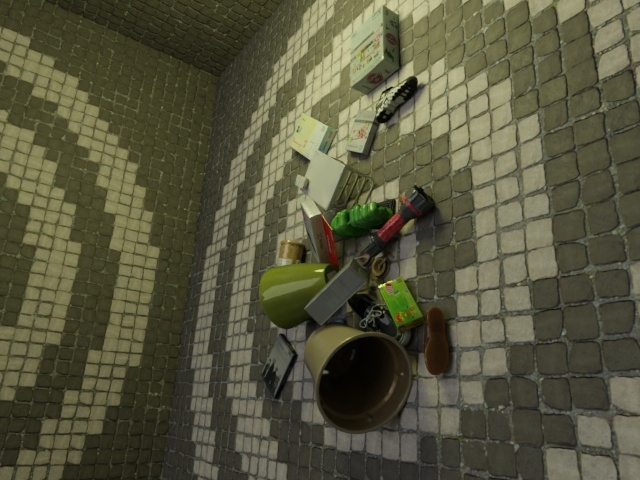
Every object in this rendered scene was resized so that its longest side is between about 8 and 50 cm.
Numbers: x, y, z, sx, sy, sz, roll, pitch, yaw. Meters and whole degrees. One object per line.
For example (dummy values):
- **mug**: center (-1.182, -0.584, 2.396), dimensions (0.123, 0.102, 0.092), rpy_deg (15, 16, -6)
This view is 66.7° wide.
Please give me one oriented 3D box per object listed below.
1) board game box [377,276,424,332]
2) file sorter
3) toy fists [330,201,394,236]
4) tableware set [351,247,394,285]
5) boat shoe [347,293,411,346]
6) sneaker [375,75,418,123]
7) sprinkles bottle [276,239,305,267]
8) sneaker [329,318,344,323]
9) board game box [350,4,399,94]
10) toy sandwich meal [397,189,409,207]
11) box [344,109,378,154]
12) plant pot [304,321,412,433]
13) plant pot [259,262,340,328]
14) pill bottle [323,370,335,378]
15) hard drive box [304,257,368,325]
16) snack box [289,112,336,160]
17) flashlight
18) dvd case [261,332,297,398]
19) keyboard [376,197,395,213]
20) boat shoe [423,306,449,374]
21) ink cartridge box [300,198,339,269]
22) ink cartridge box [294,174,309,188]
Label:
- **board game box**: center (0.271, 0.215, 1.645), dimensions (0.092, 0.043, 0.181), rpy_deg (-24, 46, 2)
- **file sorter**: center (0.069, -0.241, 2.068), dimensions (0.278, 0.173, 0.193), rpy_deg (43, 113, 55)
- **toy fists**: center (0.146, -0.078, 1.875), dimensions (0.279, 0.142, 0.096), rpy_deg (-19, 71, 53)
- **tableware set**: center (0.195, 0.078, 1.865), dimensions (0.194, 0.039, 0.128), rpy_deg (37, 108, 56)
- **boat shoe**: center (0.197, 0.270, 1.718), dimensions (0.113, 0.105, 0.306), rpy_deg (-65, 34, 15)
- **sneaker**: center (0.295, -0.588, 1.961), dimensions (0.234, 0.078, 0.106), rpy_deg (-45, 45, 40)
- **sprinkles bottle**: center (-0.158, 0.180, 2.282), dimensions (0.121, 0.121, 0.355), rpy_deg (-6, 71, 56)
- **sneaker**: center (0.048, 0.368, 1.964), dimensions (0.162, 0.063, 0.073), rpy_deg (-39, 29, 37)
- **board game box**: center (0.235, -0.836, 2.143), dimensions (0.224, 0.097, 0.303), rpy_deg (-27, 54, 50)
- **toy sandwich meal**: center (0.312, -0.152, 1.795), dimensions (0.085, 0.029, 0.085), rpy_deg (-29, 54, 48)
- **box**: center (0.185, -0.472, 2.117), dimensions (0.145, 0.038, 0.186), rpy_deg (29, 103, 57)
- **plant pot**: center (0.091, 0.425, 1.656), dimensions (0.305, 0.334, 0.334), rpy_deg (25, 98, 68)
- **plant pot**: center (-0.056, 0.201, 2.024), dimensions (0.293, 0.275, 0.275), rpy_deg (-23, 57, 34)
- **pill bottle**: center (0.028, 0.507, 1.871), dimensions (0.108, 0.108, 0.180), rpy_deg (-21, 60, 52)
- **hard drive box**: center (0.063, 0.184, 1.790), dimensions (0.232, 0.089, 0.181), rpy_deg (-45, -2, 11)
- **snack box**: center (-0.047, -0.520, 2.466), dimensions (0.322, 0.060, 0.187), rpy_deg (45, 114, 54)
- **flashlight**: center (0.264, -0.060, 1.733), dimensions (0.304, 0.103, 0.103), rpy_deg (-46, 28, 25)
- **dvd case**: center (-0.194, 0.578, 2.251), dimensions (0.179, 0.029, 0.238), rpy_deg (43, 112, 55)
- **keyboard**: center (0.224, -0.100, 1.914), dimensions (0.180, 0.023, 0.108), rpy_deg (-13, 66, 55)
- **boat shoe**: center (0.356, 0.313, 1.505), dimensions (0.073, 0.073, 0.207), rpy_deg (85, -168, -70)
- **ink cartridge box**: center (0.000, 0.000, 2.033), dimensions (0.239, 0.060, 0.275), rpy_deg (-120, 14, -49)
- **ink cartridge box**: center (-0.079, -0.253, 2.114), dimensions (0.083, 0.028, 0.048), rpy_deg (35, 108, 57)
